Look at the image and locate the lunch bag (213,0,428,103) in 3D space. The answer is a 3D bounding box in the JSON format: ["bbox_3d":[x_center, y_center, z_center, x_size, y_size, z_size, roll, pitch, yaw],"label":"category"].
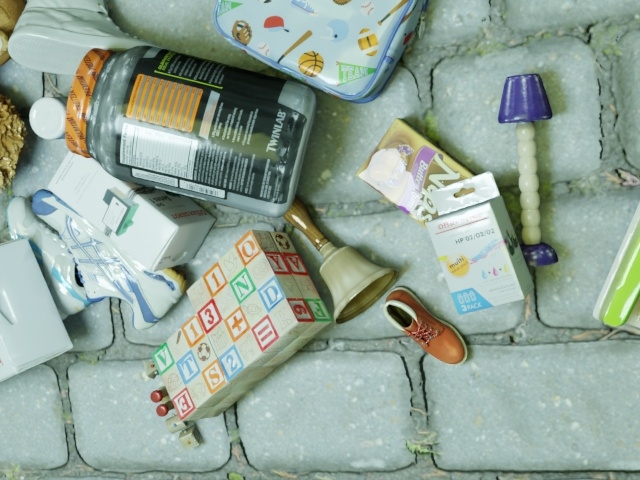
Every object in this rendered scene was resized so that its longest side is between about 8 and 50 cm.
[{"bbox_3d":[0.008,-0.356,1.272,0.304,0.115,0.243,29,102,12],"label":"lunch bag"}]

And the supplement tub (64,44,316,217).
[{"bbox_3d":[-0.188,-0.167,1.270,0.338,0.207,0.207,15,102,0],"label":"supplement tub"}]

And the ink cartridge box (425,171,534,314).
[{"bbox_3d":[0.221,0.004,1.219,0.104,0.062,0.181,-19,93,31],"label":"ink cartridge box"}]

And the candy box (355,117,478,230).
[{"bbox_3d":[0.161,-0.089,1.293,0.187,0.053,0.109,38,106,7],"label":"candy box"}]

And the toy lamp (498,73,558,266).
[{"bbox_3d":[0.302,-0.102,1.235,0.080,0.080,0.274,-5,97,17],"label":"toy lamp"}]

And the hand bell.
[{"bbox_3d":[0.000,0.000,1.343,0.126,0.126,0.242,-45,71,17],"label":"hand bell"}]

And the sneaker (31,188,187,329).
[{"bbox_3d":[-0.371,0.033,1.412,0.296,0.112,0.131,36,91,2],"label":"sneaker"}]

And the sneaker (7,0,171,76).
[{"bbox_3d":[-0.335,-0.334,1.379,0.293,0.169,0.108,13,140,-17],"label":"sneaker"}]

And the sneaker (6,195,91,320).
[{"bbox_3d":[-0.466,0.020,1.488,0.092,0.087,0.228,-28,91,4],"label":"sneaker"}]

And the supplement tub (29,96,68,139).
[{"bbox_3d":[-0.427,-0.204,1.425,0.071,0.107,0.070,2,98,17],"label":"supplement tub"}]

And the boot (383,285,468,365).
[{"bbox_3d":[0.158,0.140,1.310,0.158,0.085,0.059,41,105,6],"label":"boot"}]

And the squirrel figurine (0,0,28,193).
[{"bbox_3d":[-0.626,-0.261,1.432,0.371,0.281,0.396,-22,105,8],"label":"squirrel figurine"}]

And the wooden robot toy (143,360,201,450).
[{"bbox_3d":[-0.236,0.270,1.457,0.079,0.076,0.173,-24,91,8],"label":"wooden robot toy"}]

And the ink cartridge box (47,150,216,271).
[{"bbox_3d":[-0.299,-0.058,1.380,0.219,0.160,0.092,37,104,8],"label":"ink cartridge box"}]

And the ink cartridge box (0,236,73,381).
[{"bbox_3d":[-0.579,0.143,1.464,0.289,0.122,0.211,-23,91,40],"label":"ink cartridge box"}]

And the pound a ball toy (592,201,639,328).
[{"bbox_3d":[0.519,0.051,1.142,0.208,0.136,0.319,32,109,48],"label":"pound a ball toy"}]

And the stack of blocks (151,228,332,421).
[{"bbox_3d":[-0.139,0.139,1.360,0.297,0.087,0.171,-43,62,28],"label":"stack of blocks"}]
